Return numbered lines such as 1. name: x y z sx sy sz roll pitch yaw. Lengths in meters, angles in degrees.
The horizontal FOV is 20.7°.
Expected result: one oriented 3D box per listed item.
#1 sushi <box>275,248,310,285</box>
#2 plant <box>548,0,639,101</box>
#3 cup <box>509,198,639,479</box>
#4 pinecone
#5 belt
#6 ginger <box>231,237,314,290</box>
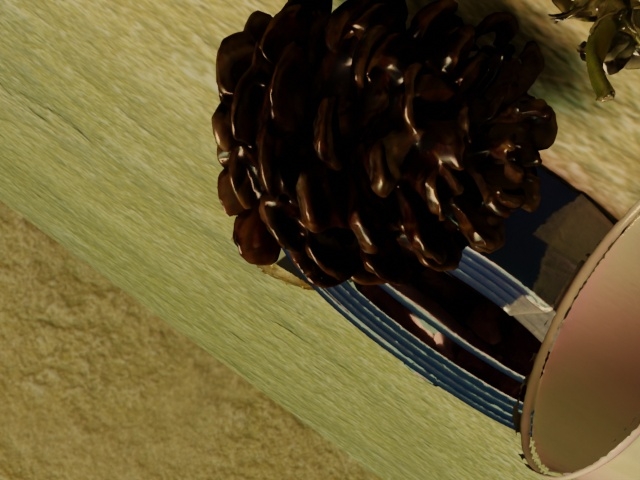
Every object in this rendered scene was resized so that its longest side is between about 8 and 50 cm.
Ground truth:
1. sushi: 0.043 -0.039 1.600 0.192 0.043 0.279 32 144 4
2. plant: 0.169 -0.124 1.008 0.116 0.122 0.104 8 147 44
3. cup: 0.312 0.113 1.219 0.274 0.253 0.253 32 166 -13
4. pinecone: 0.039 -0.074 1.260 0.272 0.224 0.224 14 154 44
5. belt: 0.132 0.027 1.468 0.347 0.117 0.212 35 147 1
6. ginger: 0.000 0.000 1.771 0.216 0.102 0.157 5 179 31
